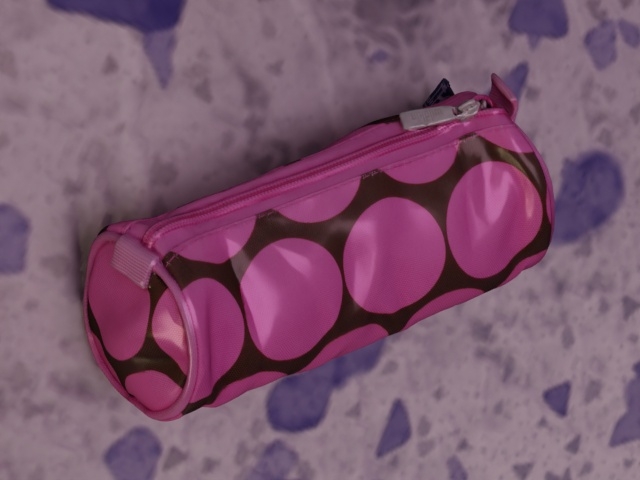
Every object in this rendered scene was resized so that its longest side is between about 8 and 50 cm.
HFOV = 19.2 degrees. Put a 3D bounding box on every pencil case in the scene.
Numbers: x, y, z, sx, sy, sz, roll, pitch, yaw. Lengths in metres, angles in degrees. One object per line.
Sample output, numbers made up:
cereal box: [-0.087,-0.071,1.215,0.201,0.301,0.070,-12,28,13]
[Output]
pencil case: [0.000,0.000,0.829,0.209,0.095,0.098,-25,146,-27]
